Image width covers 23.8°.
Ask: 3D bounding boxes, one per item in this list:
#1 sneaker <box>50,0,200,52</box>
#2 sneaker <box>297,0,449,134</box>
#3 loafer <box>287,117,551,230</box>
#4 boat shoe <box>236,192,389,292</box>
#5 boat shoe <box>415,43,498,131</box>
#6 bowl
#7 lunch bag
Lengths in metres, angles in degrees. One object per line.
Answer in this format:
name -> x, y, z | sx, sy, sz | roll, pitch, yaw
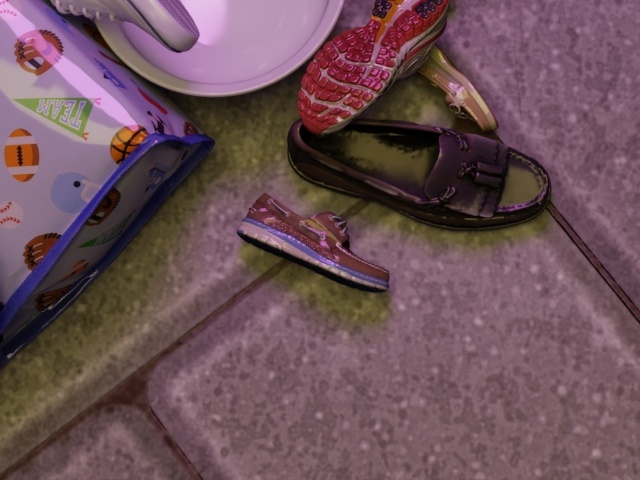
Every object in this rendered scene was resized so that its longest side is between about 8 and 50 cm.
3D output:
sneaker -> -0.238, -0.273, 1.625 | 0.258, 0.094, 0.091 | 43, 104, 14
sneaker -> 0.067, -0.193, 1.663 | 0.088, 0.093, 0.225 | 39, 75, 26
loafer -> 0.107, -0.080, 1.688 | 0.302, 0.095, 0.109 | 12, 82, 6
boat shoe -> 0.000, 0.000, 1.698 | 0.183, 0.066, 0.066 | 24, 81, 8
boat shoe -> 0.142, -0.174, 1.725 | 0.048, 0.056, 0.153 | -41, 77, 4
bowl -> -0.109, -0.290, 1.721 | 0.298, 0.134, 0.298 | -1, 80, 5
lunch bag -> -0.373, -0.073, 1.660 | 0.328, 0.239, 0.385 | 45, 102, 9
